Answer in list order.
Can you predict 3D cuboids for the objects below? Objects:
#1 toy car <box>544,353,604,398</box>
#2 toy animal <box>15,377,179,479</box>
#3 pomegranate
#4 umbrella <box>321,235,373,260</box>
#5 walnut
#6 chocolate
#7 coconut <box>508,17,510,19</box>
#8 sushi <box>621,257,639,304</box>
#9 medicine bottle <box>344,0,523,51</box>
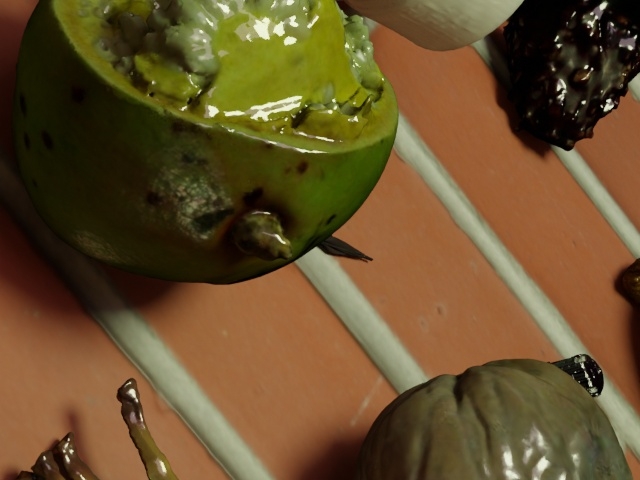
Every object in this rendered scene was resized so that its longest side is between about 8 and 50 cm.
[{"bbox_3d":[0.215,0.124,1.630,0.093,0.025,0.041,-6,72,-47],"label":"toy car"},{"bbox_3d":[-0.068,0.191,1.197,0.275,0.054,0.149,25,51,-14],"label":"toy animal"},{"bbox_3d":[-0.091,-0.105,1.283,0.260,0.260,0.340,31,16,-32],"label":"pomegranate"},{"bbox_3d":[0.000,-0.003,1.481,0.122,0.013,0.022,17,65,-43],"label":"umbrella"},{"bbox_3d":[0.125,0.198,1.338,0.224,0.224,0.224,28,46,-34],"label":"walnut"},{"bbox_3d":[0.241,-0.151,1.779,0.156,0.156,0.133,31,62,-32],"label":"chocolate"},{"bbox_3d":[0.248,-0.248,1.905,0.158,0.055,0.133,3,65,-50],"label":"coconut"},{"bbox_3d":[0.324,0.037,1.798,0.099,0.047,0.050,9,56,-50],"label":"sushi"},{"bbox_3d":[0.003,-0.313,1.488,0.371,0.211,0.211,26,47,-35],"label":"medicine bottle"}]
